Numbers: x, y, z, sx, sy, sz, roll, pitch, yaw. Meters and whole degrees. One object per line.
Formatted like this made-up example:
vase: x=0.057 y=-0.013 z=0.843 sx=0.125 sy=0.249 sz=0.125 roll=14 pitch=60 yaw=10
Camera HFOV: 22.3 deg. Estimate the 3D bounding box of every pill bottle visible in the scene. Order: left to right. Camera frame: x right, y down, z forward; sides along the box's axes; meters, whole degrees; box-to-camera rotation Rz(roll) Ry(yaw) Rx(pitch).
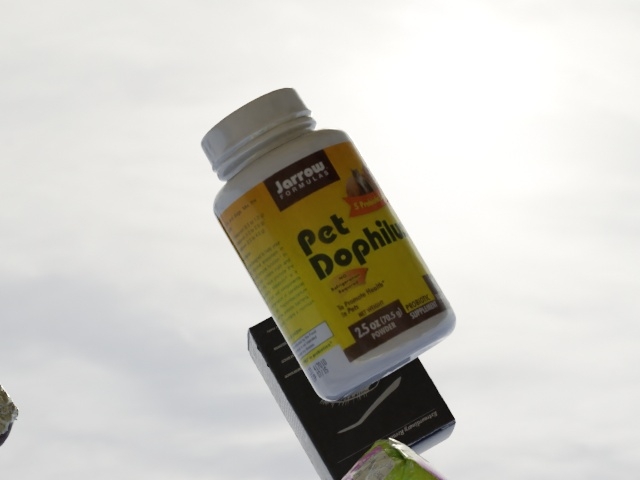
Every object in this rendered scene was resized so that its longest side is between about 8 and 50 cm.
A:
pill bottle: x=0.000 y=0.000 z=1.179 sx=0.117 sy=0.215 sz=0.117 roll=-30 pitch=172 yaw=-4

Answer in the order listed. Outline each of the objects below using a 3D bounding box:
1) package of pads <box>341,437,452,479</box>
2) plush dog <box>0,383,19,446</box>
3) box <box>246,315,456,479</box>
package of pads: x=0.058 y=0.360 z=1.523 sx=0.229 sy=0.296 sz=0.101 roll=38 pitch=179 yaw=-16
plush dog: x=-0.541 y=0.198 z=2.074 sx=0.225 sy=0.211 sz=0.262 roll=-36 pitch=-154 yaw=-11
box: x=0.032 y=0.161 z=1.801 sx=0.153 sy=0.207 sz=0.108 roll=-27 pitch=165 yaw=-11
